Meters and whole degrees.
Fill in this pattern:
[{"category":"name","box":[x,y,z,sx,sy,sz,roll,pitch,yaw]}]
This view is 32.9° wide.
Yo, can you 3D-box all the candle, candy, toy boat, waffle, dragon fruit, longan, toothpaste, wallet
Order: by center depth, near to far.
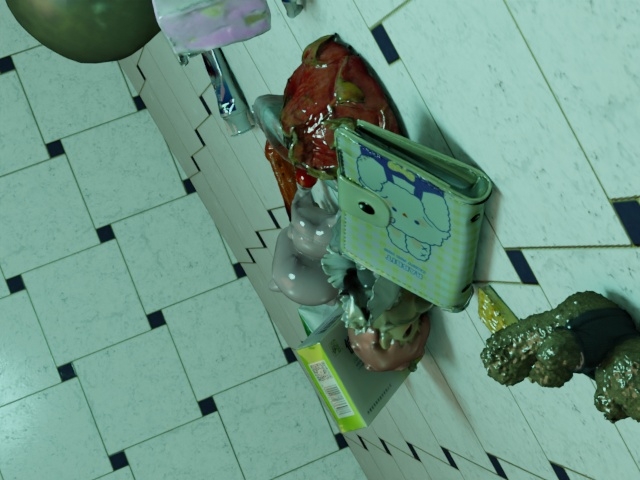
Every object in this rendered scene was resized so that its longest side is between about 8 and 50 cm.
[{"category":"wallet","box":[0.122,-0.032,1.469,0.223,0.077,0.309,33,157,20]},{"category":"waffle","box":[0.264,0.131,1.516,0.135,0.021,0.092,53,166,30]},{"category":"candy","box":[-0.172,-0.397,1.550,0.116,0.155,0.265,64,-171,-59]},{"category":"dragon fruit","box":[0.005,-0.165,1.558,0.224,0.148,0.218,61,169,-4]},{"category":"toy boat","box":[0.004,-0.121,1.700,0.206,0.096,0.282,36,-166,-52]},{"category":"longan","box":[-0.448,-0.534,2.067,0.404,0.336,0.405,45,151,33]},{"category":"candle","box":[-0.067,-0.130,2.163,0.084,0.059,0.302,36,155,40]},{"category":"toothpaste","box":[-0.212,-0.349,2.267,0.266,0.061,0.096,69,167,-13]}]

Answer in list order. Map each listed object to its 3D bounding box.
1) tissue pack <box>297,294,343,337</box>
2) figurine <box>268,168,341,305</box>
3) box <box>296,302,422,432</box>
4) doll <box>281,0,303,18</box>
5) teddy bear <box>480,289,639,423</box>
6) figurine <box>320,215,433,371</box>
[{"category":"tissue pack","box":[0.066,0.210,2.214,0.156,0.148,0.209,52,166,40]},{"category":"figurine","box":[0.000,0.000,2.067,0.176,0.186,0.287,13,134,7]},{"category":"box","box":[0.077,0.203,1.957,0.062,0.260,0.175,-22,101,37]},{"category":"doll","box":[-0.059,-0.394,1.502,0.114,0.057,0.227,63,178,14]},{"category":"teddy bear","box":[0.289,0.120,1.165,0.251,0.181,0.129,16,97,53]},{"category":"figurine","box":[0.114,0.118,1.823,0.207,0.166,0.387,-82,-25,-48]}]
